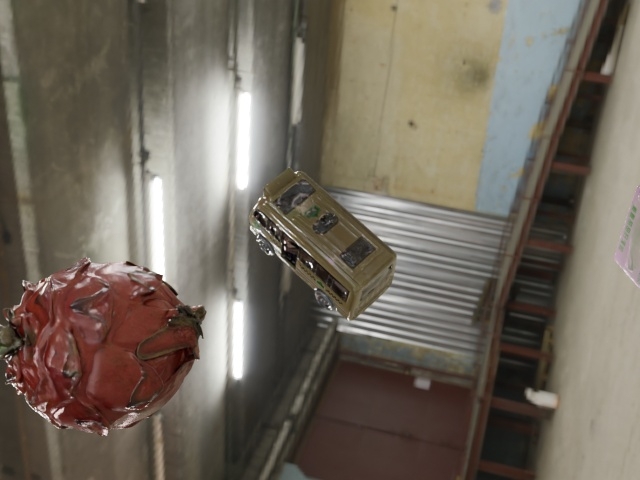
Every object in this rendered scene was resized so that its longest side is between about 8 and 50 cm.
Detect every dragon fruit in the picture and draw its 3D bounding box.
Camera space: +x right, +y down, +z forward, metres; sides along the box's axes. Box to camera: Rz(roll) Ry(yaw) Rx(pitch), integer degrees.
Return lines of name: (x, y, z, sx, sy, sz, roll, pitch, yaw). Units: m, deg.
dragon fruit: (-0.217, 0.106, 0.805, 0.172, 0.209, 0.173, 180, 90, -87)

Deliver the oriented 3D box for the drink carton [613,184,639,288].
drink carton: (0.600, -0.025, 1.230, 0.108, 0.270, 0.161, -117, 19, -44)

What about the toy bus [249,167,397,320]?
toy bus: (0.000, 0.000, 1.529, 0.139, 0.289, 0.157, -39, -20, -23)
